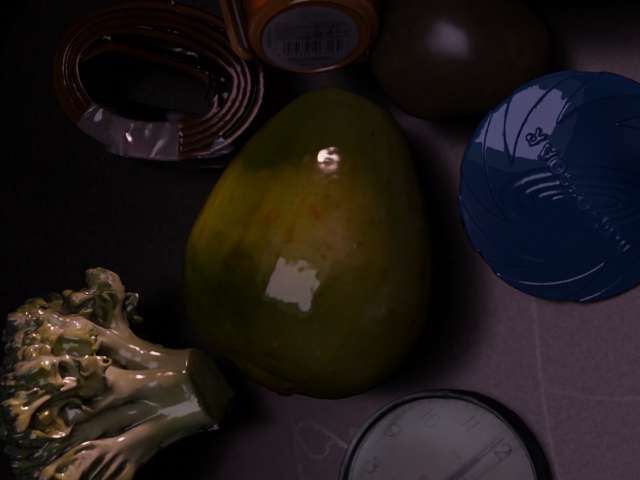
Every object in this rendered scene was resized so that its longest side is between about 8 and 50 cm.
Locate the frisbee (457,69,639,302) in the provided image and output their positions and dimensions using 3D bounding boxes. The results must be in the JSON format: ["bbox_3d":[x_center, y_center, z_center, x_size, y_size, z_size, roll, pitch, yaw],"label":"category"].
[{"bbox_3d":[0.258,-0.048,1.481,0.242,0.045,0.242,0,108,-1],"label":"frisbee"}]

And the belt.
[{"bbox_3d":[-0.170,-0.172,1.666,0.261,0.105,0.184,19,93,19],"label":"belt"}]

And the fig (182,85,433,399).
[{"bbox_3d":[0.000,0.000,1.521,0.258,0.258,0.326,7,68,20],"label":"fig"}]

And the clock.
[{"bbox_3d":[0.126,0.266,1.546,0.226,0.049,0.226,-2,85,20],"label":"clock"}]

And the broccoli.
[{"bbox_3d":[-0.225,0.172,1.580,0.245,0.248,0.288,-18,84,11],"label":"broccoli"}]

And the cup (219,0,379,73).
[{"bbox_3d":[-0.031,-0.301,1.551,0.226,0.182,0.264,-34,47,38],"label":"cup"}]

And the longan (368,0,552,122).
[{"bbox_3d":[0.143,-0.196,1.527,0.187,0.167,0.167,23,92,9],"label":"longan"}]

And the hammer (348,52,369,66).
[{"bbox_3d":[0.043,-0.292,1.653,0.062,0.013,0.199,-4,83,19],"label":"hammer"}]
